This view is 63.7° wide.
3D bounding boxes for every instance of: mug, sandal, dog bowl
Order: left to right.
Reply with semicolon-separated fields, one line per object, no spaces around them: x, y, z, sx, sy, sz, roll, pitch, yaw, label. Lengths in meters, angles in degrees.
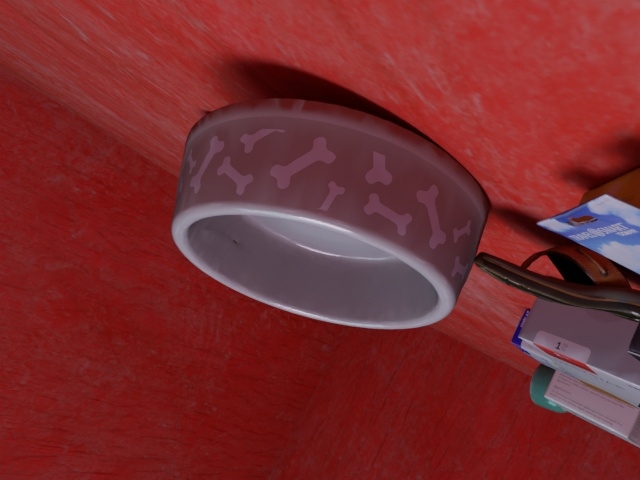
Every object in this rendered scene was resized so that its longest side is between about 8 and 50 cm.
0.000;0.000;0.569;0.349;0.102;0.349;14;157;6;dog bowl
0.683;0.411;1.465;0.097;0.158;0.129;9;137;57;mug
0.259;0.036;0.492;0.219;0.060;0.090;13;177;12;sandal

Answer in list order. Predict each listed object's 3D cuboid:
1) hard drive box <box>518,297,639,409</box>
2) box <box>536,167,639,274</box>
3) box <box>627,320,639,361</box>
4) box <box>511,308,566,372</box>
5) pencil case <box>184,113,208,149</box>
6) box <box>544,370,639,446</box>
0.395;0.151;0.652;0.232;0.089;0.181;33;172;-36;hard drive box
0.243;0.006;0.322;0.178;0.042;0.109;28;174;6;box
0.345;0.116;0.322;0.231;0.056;0.183;29;176;-26;box
0.438;0.196;0.925;0.126;0.072;0.137;33;173;-41;box
-0.112;-0.108;0.817;0.209;0.095;0.098;30;-150;-36;pencil case
0.624;0.348;1.129;0.182;0.119;0.181;33;173;-41;box
